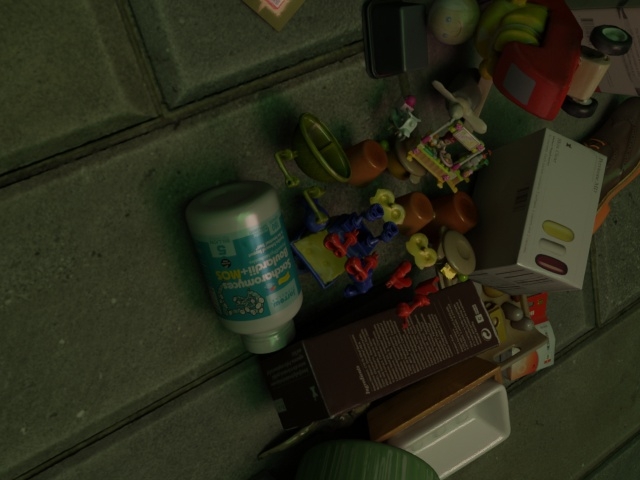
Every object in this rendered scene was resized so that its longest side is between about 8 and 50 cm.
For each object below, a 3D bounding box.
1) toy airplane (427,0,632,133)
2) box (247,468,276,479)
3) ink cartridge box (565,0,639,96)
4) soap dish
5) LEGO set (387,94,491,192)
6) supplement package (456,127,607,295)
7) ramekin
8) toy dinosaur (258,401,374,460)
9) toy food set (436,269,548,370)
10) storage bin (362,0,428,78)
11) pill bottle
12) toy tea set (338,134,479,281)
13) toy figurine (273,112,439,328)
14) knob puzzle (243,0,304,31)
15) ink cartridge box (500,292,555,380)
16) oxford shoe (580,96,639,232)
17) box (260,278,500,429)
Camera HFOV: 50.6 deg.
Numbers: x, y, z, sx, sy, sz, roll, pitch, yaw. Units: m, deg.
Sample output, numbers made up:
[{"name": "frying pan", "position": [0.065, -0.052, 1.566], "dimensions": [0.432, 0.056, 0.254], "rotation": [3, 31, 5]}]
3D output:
[{"name": "toy airplane", "position": [0.311, -0.378, 1.127], "dimensions": [0.273, 0.384, 0.385], "rotation": [4, 94, -6]}, {"name": "box", "position": [-0.162, 0.567, 1.269], "dimensions": [0.231, 0.056, 0.183], "rotation": [-27, 117, -22]}, {"name": "ink cartridge box", "position": [0.620, -0.393, 1.316], "dimensions": [0.117, 0.283, 0.207], "rotation": [-43, 122, -14]}, {"name": "soap dish", "position": [0.237, 0.373, 1.369], "dimensions": [0.291, 0.118, 0.228], "rotation": [-28, 133, -8]}, {"name": "LEGO set", "position": [0.251, -0.167, 1.215], "dimensions": [0.287, 0.132, 0.107], "rotation": [18, 138, -42]}, {"name": "supplement package", "position": [0.392, -0.044, 1.275], "dimensions": [0.145, 0.204, 0.261], "rotation": [20, 76, -18]}, {"name": "ramekin", "position": [0.082, 0.493, 1.245], "dimensions": [0.303, 0.304, 0.148], "rotation": [49, 38, -32]}, {"name": "toy dinosaur", "position": [0.001, 0.331, 1.297], "dimensions": [0.268, 0.064, 0.118], "rotation": [-18, 120, -23]}, {"name": "toy food set", "position": [0.378, 0.125, 1.431], "dimensions": [0.220, 0.092, 0.306], "rotation": [-24, 110, -24]}, {"name": "storage bin", "position": [0.139, -0.344, 1.153], "dimensions": [0.098, 0.091, 0.135], "rotation": [-17, 114, -27]}, {"name": "pill bottle", "position": [-0.112, 0.048, 1.085], "dimensions": [0.146, 0.146, 0.264], "rotation": [-25, 116, -23]}, {"name": "toy tea set", "position": [0.152, -0.068, 1.237], "dimensions": [0.336, 0.124, 0.200], "rotation": [45, 43, -16]}, {"name": "toy figurine", "position": [0.000, 0.000, 1.118], "dimensions": [0.362, 0.217, 0.191], "rotation": [51, 43, -13]}, {"name": "knob puzzle", "position": [-0.066, -0.446, 1.014], "dimensions": [0.213, 0.030, 0.213], "rotation": [-12, 126, -17]}, {"name": "ink cartridge box", "position": [0.486, 0.222, 1.570], "dimensions": [0.146, 0.045, 0.179], "rotation": [-12, 113, -29]}, {"name": "oxford shoe", "position": [0.604, -0.172, 1.473], "dimensions": [0.133, 0.130, 0.363], "rotation": [32, 87, -28]}, {"name": "box", "position": [0.108, 0.201, 1.210], "dimensions": [0.382, 0.191, 0.143], "rotation": [-17, 79, -32]}]
